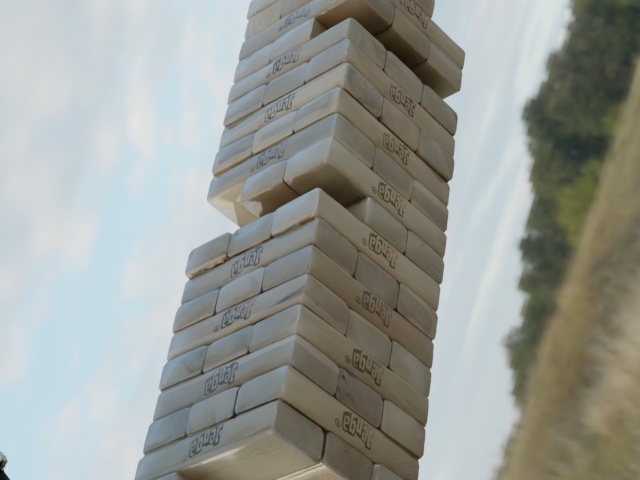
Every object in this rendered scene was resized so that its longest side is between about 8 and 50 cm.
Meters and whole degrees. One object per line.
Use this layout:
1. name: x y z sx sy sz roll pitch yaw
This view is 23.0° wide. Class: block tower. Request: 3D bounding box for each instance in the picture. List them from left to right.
1. block tower: 0.000 0.000 0.768 0.097 0.091 0.335 -26 39 37

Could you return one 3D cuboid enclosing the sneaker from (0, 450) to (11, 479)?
1. sneaker: -0.139 0.118 0.585 0.097 0.135 0.276 46 -151 -72
